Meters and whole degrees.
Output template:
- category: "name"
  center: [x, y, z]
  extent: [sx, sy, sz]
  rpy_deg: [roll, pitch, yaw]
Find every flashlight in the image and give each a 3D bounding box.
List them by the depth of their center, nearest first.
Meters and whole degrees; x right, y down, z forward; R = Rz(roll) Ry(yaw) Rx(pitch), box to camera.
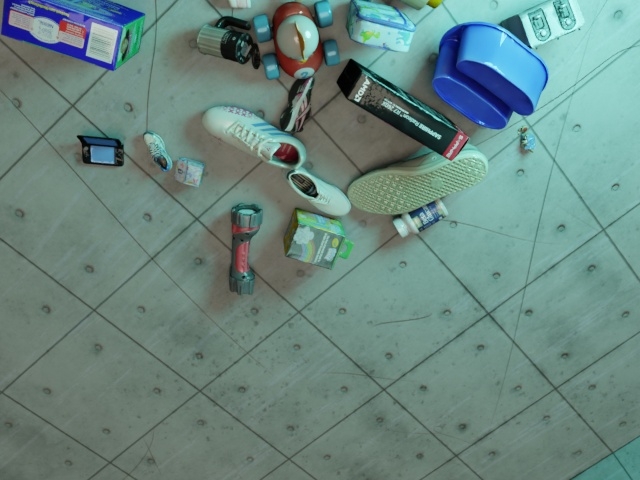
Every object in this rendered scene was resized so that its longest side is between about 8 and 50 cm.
- category: "flashlight"
  center: [-0.246, 0.034, 1.975]
  extent: [0.103, 0.103, 0.304]
  rpy_deg: [0, 115, -10]

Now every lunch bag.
- category: "lunch bag"
  center: [0.164, -0.589, 1.650]
  extent: [0.176, 0.219, 0.090]
  rpy_deg: [11, 121, -9]
- category: "lunch bag"
  center: [-0.407, -0.211, 1.865]
  extent: [0.083, 0.053, 0.071]
  rpy_deg: [17, 112, -4]

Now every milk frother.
- category: "milk frother"
  center: [-0.249, -0.542, 1.702]
  extent: [0.135, 0.129, 0.143]
  rpy_deg: [21, 150, 21]

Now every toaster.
- category: "toaster"
  center: [0.626, -0.614, 1.714]
  extent: [0.168, 0.185, 0.110]
  rpy_deg: [-23, 102, 1]

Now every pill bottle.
- category: "pill bottle"
  center: [0.326, -0.080, 1.982]
  extent: [0.169, 0.094, 0.094]
  rpy_deg: [-32, 115, 9]

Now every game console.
- category: "game console"
  center: [-0.657, -0.267, 1.800]
  extent: [0.122, 0.071, 0.107]
  rpy_deg: [5, 115, -8]

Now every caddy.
- category: "caddy"
  center: [0.487, -0.480, 1.730]
  extent: [0.341, 0.241, 0.179]
  rpy_deg: [30, 66, -19]

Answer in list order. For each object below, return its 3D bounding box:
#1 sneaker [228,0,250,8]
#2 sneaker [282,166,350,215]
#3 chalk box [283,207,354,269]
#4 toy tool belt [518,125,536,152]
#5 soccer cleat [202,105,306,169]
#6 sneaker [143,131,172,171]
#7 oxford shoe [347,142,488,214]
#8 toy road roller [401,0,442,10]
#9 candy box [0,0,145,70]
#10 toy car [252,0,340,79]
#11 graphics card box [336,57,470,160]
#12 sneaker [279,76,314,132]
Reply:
- category: "sneaker"
  center: [-0.232, -0.702, 1.644]
  extent: [0.070, 0.051, 0.134]
  rpy_deg: [-8, 121, -8]
- category: "sneaker"
  center: [-0.013, -0.147, 1.915]
  extent: [0.258, 0.091, 0.094]
  rpy_deg: [30, 109, -18]
- category: "chalk box"
  center: [0.000, 0.000, 1.969]
  extent: [0.213, 0.132, 0.132]
  rpy_deg: [17, 112, -15]
- category: "toy tool belt"
  center: [0.665, -0.323, 1.925]
  extent: [0.052, 0.051, 0.083]
  rpy_deg: [-18, 116, 3]
- category: "soccer cleat"
  center: [-0.191, -0.305, 1.791]
  extent: [0.331, 0.143, 0.116]
  rpy_deg: [20, 112, -15]
- category: "sneaker"
  center: [-0.492, -0.268, 1.825]
  extent: [0.052, 0.058, 0.135]
  rpy_deg: [-27, 115, 7]
- category: "oxford shoe"
  center: [0.305, -0.198, 1.916]
  extent: [0.449, 0.130, 0.169]
  rpy_deg: [-16, 123, 18]
- category: "toy road roller"
  center: [0.296, -0.776, 1.560]
  extent: [0.202, 0.240, 0.329]
  rpy_deg: [22, 112, -15]
- category: "candy box"
  center: [-0.610, -0.553, 1.529]
  extent: [0.268, 0.317, 0.122]
  rpy_deg: [16, 114, -12]
- category: "toy car"
  center: [-0.060, -0.533, 1.642]
  extent: [0.219, 0.238, 0.210]
  rpy_deg: [-13, 117, 0]
- category: "graphics card box"
  center: [0.233, -0.382, 1.750]
  extent: [0.371, 0.233, 0.094]
  rpy_deg: [27, 110, -19]
- category: "sneaker"
  center: [-0.057, -0.407, 1.809]
  extent: [0.077, 0.072, 0.178]
  rpy_deg: [12, 113, -40]
